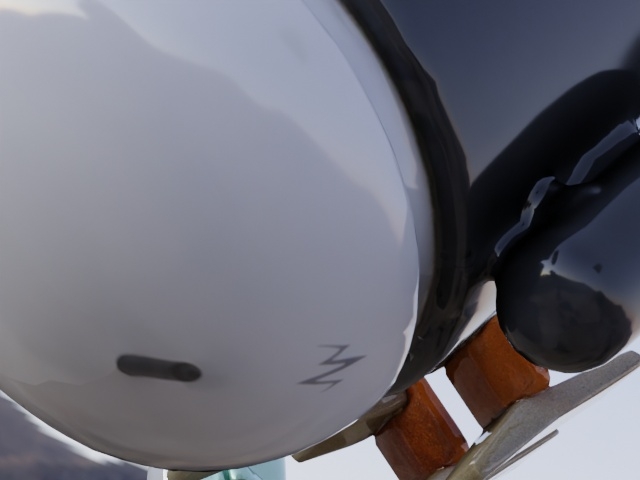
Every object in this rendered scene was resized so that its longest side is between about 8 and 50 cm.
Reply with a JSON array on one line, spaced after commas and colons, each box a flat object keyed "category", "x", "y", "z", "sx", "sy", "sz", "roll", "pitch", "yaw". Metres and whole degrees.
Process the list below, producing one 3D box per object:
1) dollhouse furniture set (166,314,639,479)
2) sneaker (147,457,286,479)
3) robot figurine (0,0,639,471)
[{"category": "dollhouse furniture set", "x": 0.000, "y": 0.000, "z": 0.780, "sx": 0.262, "sy": 0.135, "sz": 0.259, "roll": 55, "pitch": -32, "yaw": 13}, {"category": "sneaker", "x": -0.011, "y": 0.156, "z": 0.925, "sx": 0.151, "sy": 0.256, "sz": 0.094, "roll": -27, "pitch": -48, "yaw": 31}, {"category": "robot figurine", "x": 0.007, "y": -0.052, "z": 0.520, "sx": 0.209, "sy": 0.278, "sz": 0.174, "roll": -16, "pitch": -73, "yaw": 50}]
